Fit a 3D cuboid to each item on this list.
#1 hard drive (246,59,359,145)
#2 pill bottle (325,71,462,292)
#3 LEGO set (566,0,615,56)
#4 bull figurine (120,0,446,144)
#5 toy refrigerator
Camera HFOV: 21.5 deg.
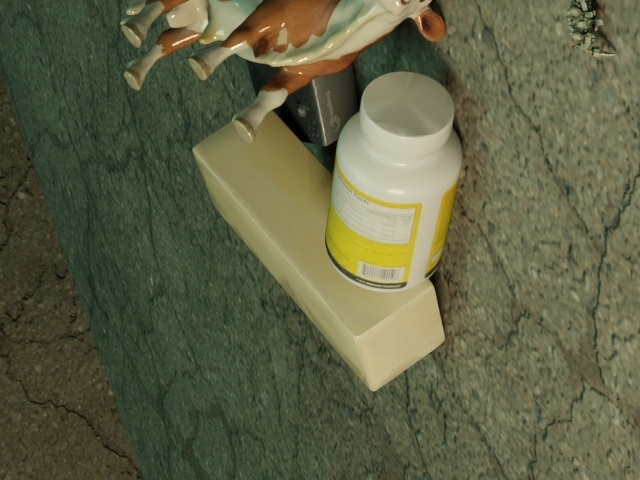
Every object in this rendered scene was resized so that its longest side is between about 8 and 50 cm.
[{"bbox_3d":[-0.035,-0.220,1.571,0.172,0.054,0.254,17,123,67],"label":"hard drive"},{"bbox_3d":[0.061,-0.049,1.388,0.103,0.103,0.184,59,156,33],"label":"pill bottle"},{"bbox_3d":[0.169,-0.155,1.126,0.083,0.023,0.054,58,156,35],"label":"LEGO set"},{"bbox_3d":[-0.041,-0.181,1.386,0.310,0.188,0.101,24,146,53],"label":"bull figurine"},{"bbox_3d":[0.000,0.000,1.545,0.269,0.094,0.102,49,167,33],"label":"toy refrigerator"}]
